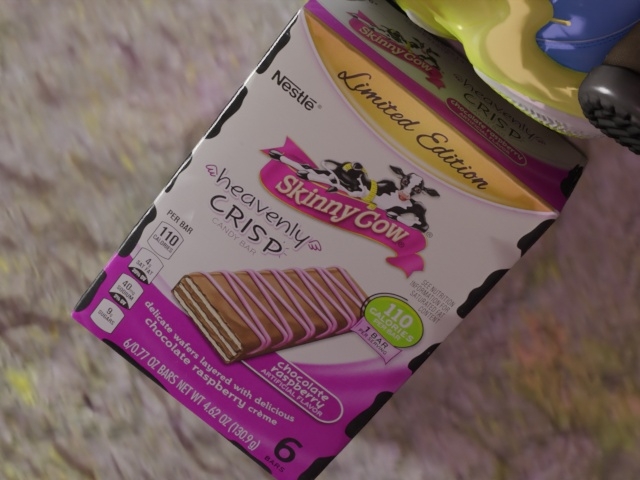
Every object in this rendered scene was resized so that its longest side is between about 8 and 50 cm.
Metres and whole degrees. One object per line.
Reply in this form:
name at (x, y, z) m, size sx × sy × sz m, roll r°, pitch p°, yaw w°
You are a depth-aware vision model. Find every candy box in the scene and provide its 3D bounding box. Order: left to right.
candy box at (0.000, 0.000, 0.981) m, size 0.159 × 0.071 × 0.233 m, roll 38°, pitch 122°, yaw -1°

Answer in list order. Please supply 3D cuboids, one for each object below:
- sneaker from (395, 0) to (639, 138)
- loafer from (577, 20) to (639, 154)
sneaker at (0.065, -0.154, 0.878) m, size 0.240 × 0.091 × 0.126 m, roll 31°, pitch 111°, yaw -6°
loafer at (0.219, -0.040, 0.856) m, size 0.220 × 0.080 × 0.078 m, roll 29°, pitch 87°, yaw -24°
